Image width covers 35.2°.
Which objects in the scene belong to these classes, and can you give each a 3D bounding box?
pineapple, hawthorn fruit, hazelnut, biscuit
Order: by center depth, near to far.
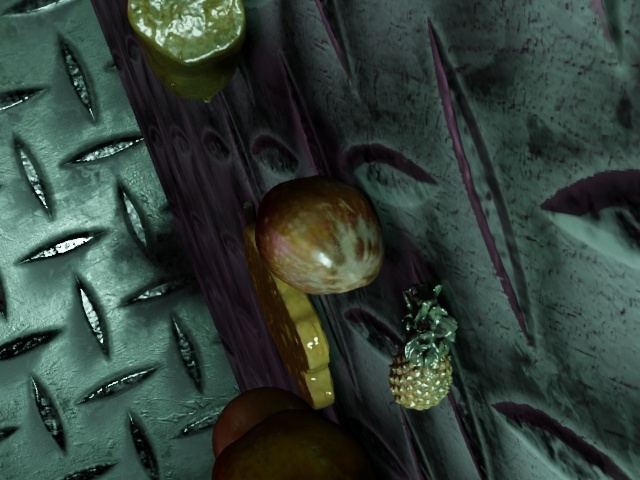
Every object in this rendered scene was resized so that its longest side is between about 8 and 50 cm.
[{"bbox_3d":[0.108,0.110,1.062,0.159,0.074,0.074,92,154,-43],"label":"pineapple"},{"bbox_3d":[0.000,0.000,1.139,0.154,0.143,0.143,24,-147,-57],"label":"hazelnut"},{"bbox_3d":[-0.041,0.447,1.748,0.308,0.308,0.325,65,158,11],"label":"hawthorn fruit"},{"bbox_3d":[-0.050,0.138,1.778,0.351,0.057,0.312,-127,19,-54],"label":"biscuit"}]

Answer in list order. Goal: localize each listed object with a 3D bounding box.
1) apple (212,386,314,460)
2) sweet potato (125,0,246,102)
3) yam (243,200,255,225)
[{"bbox_3d":[-0.101,0.435,2.102,0.253,0.253,0.253,158,90,-77],"label":"apple"},{"bbox_3d":[-0.182,-0.287,1.408,0.369,0.158,0.158,127,120,-81],"label":"sweet potato"},{"bbox_3d":[-0.132,-0.034,1.912,0.116,0.021,0.021,86,158,-55],"label":"yam"}]
